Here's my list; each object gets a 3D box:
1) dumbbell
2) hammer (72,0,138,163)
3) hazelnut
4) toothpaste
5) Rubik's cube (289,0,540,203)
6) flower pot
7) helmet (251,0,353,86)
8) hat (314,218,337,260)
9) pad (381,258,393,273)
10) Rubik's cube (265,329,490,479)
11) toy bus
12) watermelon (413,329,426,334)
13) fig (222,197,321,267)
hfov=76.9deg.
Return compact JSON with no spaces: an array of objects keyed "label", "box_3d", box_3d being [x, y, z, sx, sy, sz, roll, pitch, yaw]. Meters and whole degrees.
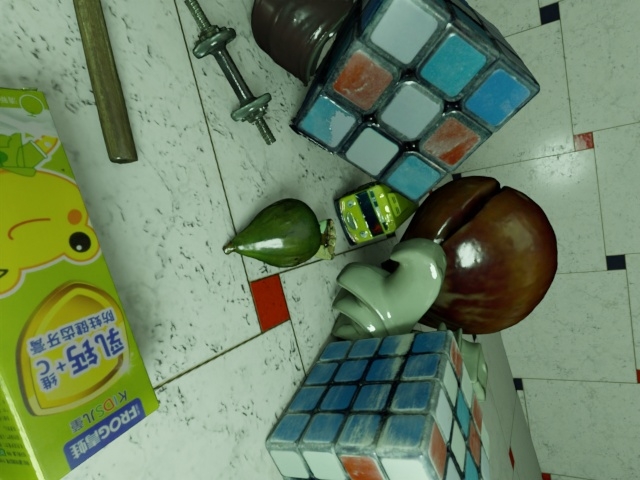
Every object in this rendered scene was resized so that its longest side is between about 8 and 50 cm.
[{"label":"dumbbell","box_3d":[-0.146,-0.277,0.679,0.254,0.082,0.081,60,32,-23]},{"label":"hammer","box_3d":[-0.280,-0.273,0.496,0.111,0.043,0.365,-12,89,-62]},{"label":"hazelnut","box_3d":[0.387,0.059,1.036,0.402,0.429,0.402,11,48,-12]},{"label":"toothpaste","box_3d":[-0.255,0.031,0.347,0.110,0.077,0.327,-25,98,-61]},{"label":"Rubik's cube","box_3d":[0.191,-0.359,0.893,0.363,0.359,0.362,28,39,-14]},{"label":"flower pot","box_3d":[0.170,0.187,0.823,0.367,0.254,0.164,65,31,-13]},{"label":"helmet","box_3d":[-0.039,-0.480,0.843,0.177,0.225,0.305,26,41,-13]},{"label":"hat","box_3d":[0.000,0.000,0.819,0.076,0.059,0.077,52,39,-62]},{"label":"pad","box_3d":[0.248,0.120,1.222,0.233,0.022,0.174,-22,96,-59]},{"label":"Rubik's cube","box_3d":[0.113,0.327,0.653,0.259,0.256,0.253,-45,115,-56]},{"label":"toy bus","box_3d":[0.151,-0.090,1.024,0.262,0.150,0.128,-34,104,-59]},{"label":"watermelon","box_3d":[0.309,0.336,1.132,0.207,0.136,0.202,44,33,-19]},{"label":"fig","box_3d":[-0.074,-0.005,0.660,0.177,0.117,0.117,-19,93,-50]}]
